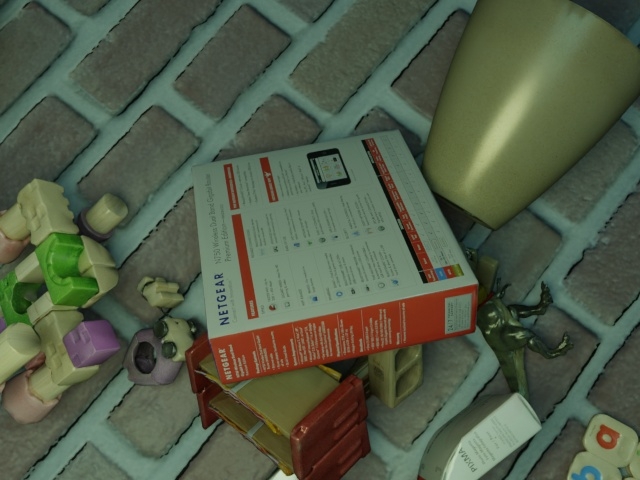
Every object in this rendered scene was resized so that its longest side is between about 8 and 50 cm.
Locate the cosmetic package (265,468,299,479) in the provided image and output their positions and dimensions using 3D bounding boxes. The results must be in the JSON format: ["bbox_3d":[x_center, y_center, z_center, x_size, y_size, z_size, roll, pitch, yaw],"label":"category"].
[{"bbox_3d":[-0.079,0.386,0.957,0.239,0.060,0.099,-42,82,-10],"label":"cosmetic package"}]

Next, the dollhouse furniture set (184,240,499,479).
[{"bbox_3d":[0.037,0.134,0.964,0.201,0.152,0.374,30,52,35],"label":"dollhouse furniture set"}]

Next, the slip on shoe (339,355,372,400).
[{"bbox_3d":[0.059,0.182,1.020,0.135,0.051,0.041,-40,42,-2],"label":"slip on shoe"}]

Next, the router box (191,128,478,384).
[{"bbox_3d":[0.000,0.000,0.942,0.301,0.082,0.335,-11,41,-4],"label":"router box"}]

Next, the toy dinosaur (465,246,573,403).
[{"bbox_3d":[0.275,0.125,1.029,0.118,0.064,0.268,-21,79,8],"label":"toy dinosaur"}]

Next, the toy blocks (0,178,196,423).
[{"bbox_3d":[-0.380,0.098,0.958,0.260,0.309,0.289,-38,66,23],"label":"toy blocks"}]

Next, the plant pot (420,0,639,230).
[{"bbox_3d":[0.257,-0.162,1.016,0.256,0.256,0.274,33,94,5],"label":"plant pot"}]

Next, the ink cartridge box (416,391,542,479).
[{"bbox_3d":[0.148,0.278,0.924,0.232,0.189,0.066,-31,80,-8],"label":"ink cartridge box"}]

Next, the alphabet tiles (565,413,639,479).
[{"bbox_3d":[0.457,0.372,1.001,0.278,0.021,0.284,28,78,2],"label":"alphabet tiles"}]
